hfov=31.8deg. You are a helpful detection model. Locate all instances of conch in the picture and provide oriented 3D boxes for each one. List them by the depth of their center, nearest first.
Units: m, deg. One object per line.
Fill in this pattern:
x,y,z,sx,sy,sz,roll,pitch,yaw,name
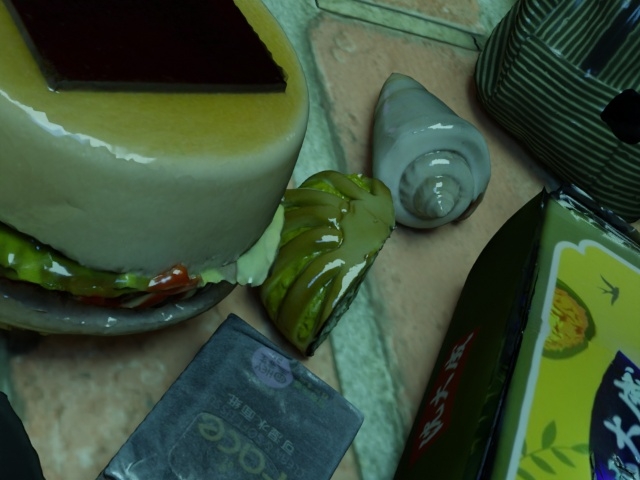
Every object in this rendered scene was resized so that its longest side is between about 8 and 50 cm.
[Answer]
0.084,-0.072,0.929,0.104,0.094,0.176,3,25,-16,conch

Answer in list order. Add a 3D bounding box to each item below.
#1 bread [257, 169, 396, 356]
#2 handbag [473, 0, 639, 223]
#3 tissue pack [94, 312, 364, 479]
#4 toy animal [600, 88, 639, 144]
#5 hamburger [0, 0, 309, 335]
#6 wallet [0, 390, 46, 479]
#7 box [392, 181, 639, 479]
0.000,0.000,0.801,0.094,0.083,0.157,33,43,12,bread
0.320,-0.205,1.070,0.247,0.240,0.340,43,44,11,handbag
-0.052,0.129,0.668,0.112,0.051,0.156,39,42,-1,tissue pack
0.336,-0.001,0.884,0.298,0.122,0.185,55,6,17,toy animal
-0.151,-0.080,0.696,0.301,0.170,0.302,21,41,-19,hamburger
-0.207,0.251,0.350,0.062,0.229,0.406,11,39,22,wallet
0.251,0.212,0.736,0.420,0.138,0.373,33,43,-5,box
